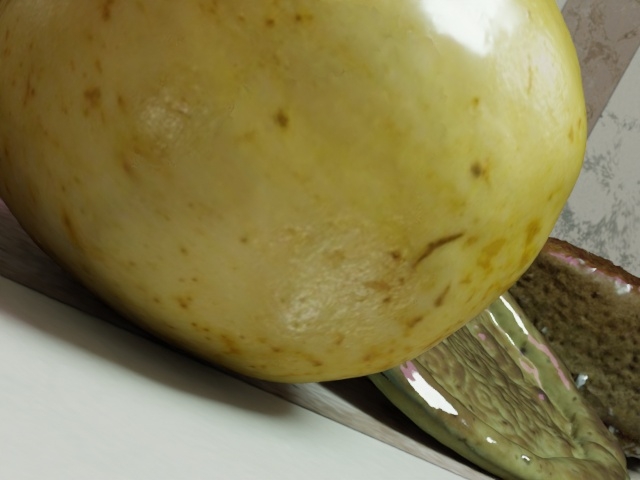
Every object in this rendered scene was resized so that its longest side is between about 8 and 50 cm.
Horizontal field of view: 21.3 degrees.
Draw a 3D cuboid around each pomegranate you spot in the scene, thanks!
[{"bbox_3d":[-0.014,-0.069,0.815,0.307,0.307,0.307,28,7,-4],"label":"pomegranate"}]

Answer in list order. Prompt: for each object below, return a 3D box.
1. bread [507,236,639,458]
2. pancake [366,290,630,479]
[{"bbox_3d":[0.230,0.081,1.306,0.165,0.113,0.416,31,6,17],"label":"bread"},{"bbox_3d":[0.082,0.060,0.987,0.250,0.031,0.250,38,20,-16],"label":"pancake"}]
